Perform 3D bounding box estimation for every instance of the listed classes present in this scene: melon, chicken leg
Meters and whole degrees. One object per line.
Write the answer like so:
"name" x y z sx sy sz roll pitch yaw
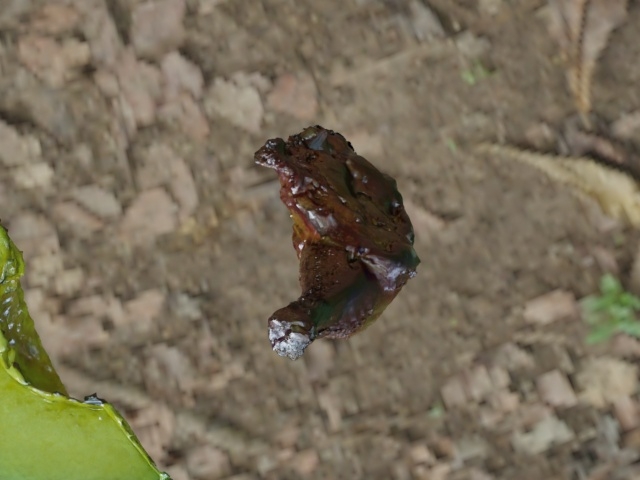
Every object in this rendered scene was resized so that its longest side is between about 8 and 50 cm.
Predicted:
"melon" -0.212 0.118 1.300 0.129 0.265 0.169 -30 154 -18
"chicken leg" 0.005 0.002 0.999 0.093 0.205 0.053 33 112 -27
